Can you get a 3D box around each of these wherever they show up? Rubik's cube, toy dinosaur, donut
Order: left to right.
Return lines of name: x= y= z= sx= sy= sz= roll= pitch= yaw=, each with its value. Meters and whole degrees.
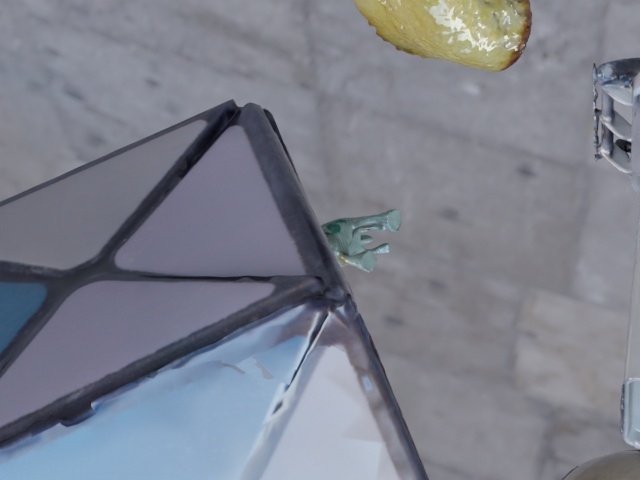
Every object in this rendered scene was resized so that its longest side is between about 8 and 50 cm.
Rubik's cube: x=-0.105 y=0.134 z=1.327 sx=0.310 sy=0.305 sz=0.307 roll=-24 pitch=125 yaw=0
toy dinosaur: x=0.000 y=0.004 z=1.632 sx=0.106 sy=0.044 sz=0.187 roll=0 pitch=-169 yaw=44
donut: x=0.098 y=-0.208 z=1.316 sx=0.141 sy=0.217 sz=0.085 roll=-2 pitch=-150 yaw=-35

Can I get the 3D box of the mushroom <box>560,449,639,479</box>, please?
mushroom: x=0.250 y=0.268 z=1.461 sx=0.184 sy=0.255 sz=0.255 roll=-17 pitch=165 yaw=-16

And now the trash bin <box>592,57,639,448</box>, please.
trash bin: x=0.384 y=0.016 z=1.922 sx=0.296 sy=0.368 sz=0.256 roll=9 pitch=155 yaw=11
